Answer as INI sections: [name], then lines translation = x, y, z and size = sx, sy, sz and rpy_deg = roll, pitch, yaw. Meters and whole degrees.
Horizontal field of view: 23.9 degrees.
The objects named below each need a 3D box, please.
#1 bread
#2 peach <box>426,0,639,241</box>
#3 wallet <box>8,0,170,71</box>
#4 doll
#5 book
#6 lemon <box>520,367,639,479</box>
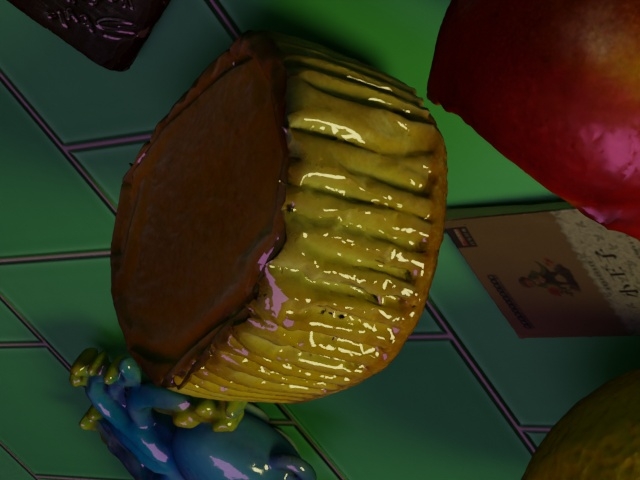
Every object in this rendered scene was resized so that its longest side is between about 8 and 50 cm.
[bread]
translation = -0.028, -0.011, 1.001
size = 0.142, 0.227, 0.253
rpy_deg = 17, 149, -30
[peach]
translation = 0.158, -0.084, 0.796
size = 0.192, 0.190, 0.190
rpy_deg = -21, 125, 30
[wallet]
translation = -0.144, -0.199, 0.997
size = 0.122, 0.031, 0.232
rpy_deg = 32, 147, -10
[doll]
translation = -0.110, 0.217, 1.504
size = 0.341, 0.099, 0.346
rpy_deg = 4, 137, 51
[book]
translation = 0.197, 0.021, 1.064
size = 0.199, 0.016, 0.138
rpy_deg = -5, 135, 40
[lemon]
translation = 0.262, 0.205, 1.057
size = 0.267, 0.267, 0.267
rpy_deg = 19, 146, 13
